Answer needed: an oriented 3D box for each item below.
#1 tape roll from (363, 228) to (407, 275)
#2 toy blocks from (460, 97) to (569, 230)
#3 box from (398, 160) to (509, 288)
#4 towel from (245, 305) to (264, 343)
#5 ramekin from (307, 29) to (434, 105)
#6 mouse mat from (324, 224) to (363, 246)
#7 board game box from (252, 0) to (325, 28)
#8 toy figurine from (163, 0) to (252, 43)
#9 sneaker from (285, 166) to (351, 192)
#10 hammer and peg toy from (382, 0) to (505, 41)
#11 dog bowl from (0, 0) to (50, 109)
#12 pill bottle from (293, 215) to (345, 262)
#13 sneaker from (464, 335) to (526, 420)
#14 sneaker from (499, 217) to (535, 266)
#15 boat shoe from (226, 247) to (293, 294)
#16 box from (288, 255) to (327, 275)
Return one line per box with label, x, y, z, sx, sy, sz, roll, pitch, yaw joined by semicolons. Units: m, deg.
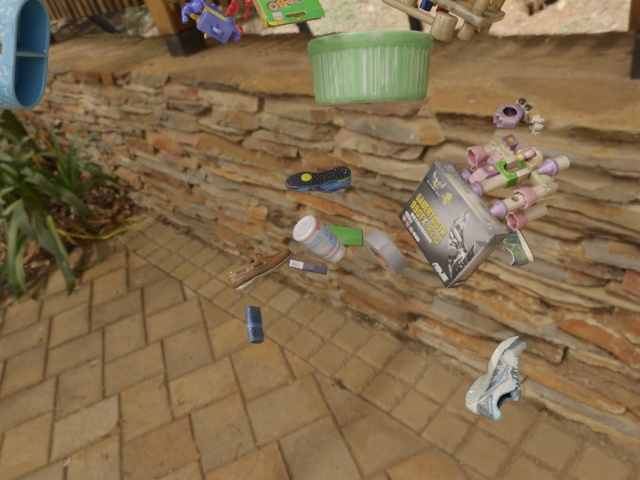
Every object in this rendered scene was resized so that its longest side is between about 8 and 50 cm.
tape roll;0.281;0.051;2.169;0.072;0.219;0.219;-40;37;-4
toy blocks;0.551;-0.208;1.542;0.260;0.309;0.289;-20;58;-9
box;0.291;-0.036;1.130;0.056;0.183;0.231;-5;52;-32
towel;-0.216;0.274;1.614;0.029;0.067;0.119;-19;67;25
ramekin;0.121;-0.406;1.208;0.303;0.148;0.303;-2;13;0
mouse mat;0.082;-0.019;1.846;0.152;0.007;0.190;6;23;1
board game box;-0.092;-0.541;1.054;0.124;0.039;0.259;-17;62;-15
toy figurine;-0.359;-0.751;1.601;0.191;0.362;0.217;-45;49;27
sneaker;-0.005;-0.170;1.530;0.209;0.082;0.069;-10;55;-10
hammer and peg toy;0.349;-0.663;1.361;0.266;0.127;0.361;37;40;14
dog bowl;-0.725;-0.454;1.192;0.074;0.297;0.166;14;18;-1
pill bottle;0.000;0.000;1.496;0.087;0.160;0.087;-29;42;30
sneaker;0.569;0.425;1.519;0.122;0.110;0.283;24;71;45
sneaker;0.637;-0.001;1.667;0.086;0.064;0.192;-29;67;23
boat shoe;-0.253;0.102;2.102;0.307;0.104;0.110;-34;5;-27
box;-0.039;0.075;1.528;0.116;0.029;0.162;13;0;-3
